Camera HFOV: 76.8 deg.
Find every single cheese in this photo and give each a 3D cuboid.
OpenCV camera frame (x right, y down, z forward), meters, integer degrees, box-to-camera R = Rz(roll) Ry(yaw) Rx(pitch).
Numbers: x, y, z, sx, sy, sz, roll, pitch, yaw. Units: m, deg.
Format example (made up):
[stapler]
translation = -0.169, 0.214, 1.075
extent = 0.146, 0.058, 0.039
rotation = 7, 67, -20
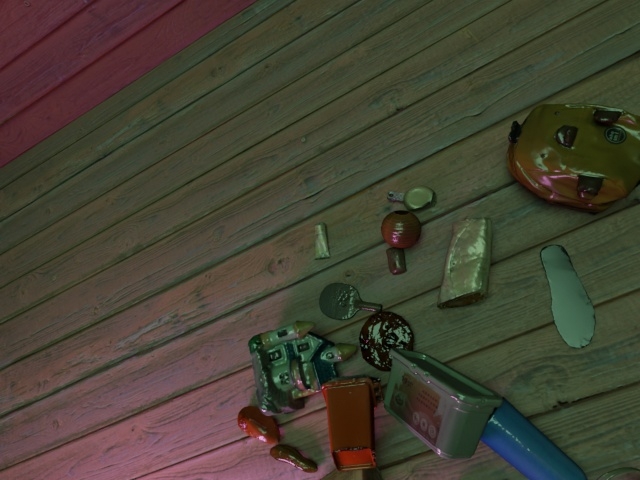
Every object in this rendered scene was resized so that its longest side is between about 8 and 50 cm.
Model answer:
[cheese]
translation = 0.323, -0.144, 1.437
extent = 0.171, 0.047, 0.092
rotation = -8, 67, 20

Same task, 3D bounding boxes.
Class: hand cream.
[hand cream]
translation = 0.000, 0.000, 1.532
extent = 0.061, 0.039, 0.143
rotation = -10, 74, 17

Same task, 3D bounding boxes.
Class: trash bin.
[trash bin]
translation = 0.104, 0.529, 1.185
extent = 0.184, 0.161, 0.239
rotation = -10, 34, 6

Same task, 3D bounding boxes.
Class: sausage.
[sausage]
translation = -0.211, 0.627, 1.375
extent = 0.179, 0.089, 0.089
rotation = 16, 79, 29

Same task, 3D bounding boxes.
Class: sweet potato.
[sweet potato]
translation = -0.090, 0.707, 1.316
extent = 0.182, 0.053, 0.054
rotation = 11, 71, 26

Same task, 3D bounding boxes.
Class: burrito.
[burrito]
translation = 0.464, 0.079, 1.273
extent = 0.143, 0.105, 0.299
rotation = 6, 75, 34

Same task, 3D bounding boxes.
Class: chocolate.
[chocolate]
translation = 0.260, 0.068, 1.401
extent = 0.064, 0.031, 0.101
rotation = -12, 69, 23

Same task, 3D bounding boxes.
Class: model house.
[model house]
translation = -0.041, 0.396, 1.330
extent = 0.324, 0.194, 0.267
rotation = -21, 65, 11

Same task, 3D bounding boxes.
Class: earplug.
[earplug]
translation = 0.559, 0.560, 1.058
extent = 0.273, 0.132, 0.132
rotation = 39, 90, 25

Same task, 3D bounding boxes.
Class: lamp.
[lamp]
translation = 0.274, -0.038, 1.374
extent = 0.136, 0.136, 0.136
rotation = -7, 70, 20

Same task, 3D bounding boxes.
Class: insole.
[insole]
translation = 0.721, 0.157, 1.188
extent = 0.110, 0.012, 0.310
rotation = -16, 67, 18

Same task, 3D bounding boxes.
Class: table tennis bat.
[table tennis bat]
translation = 0.102, 0.221, 1.423
extent = 0.234, 0.022, 0.131
rotation = 7, 74, 27

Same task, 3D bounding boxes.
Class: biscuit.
[biscuit]
translation = 0.213, 0.328, 1.322
extent = 0.192, 0.049, 0.192
rotation = -10, 67, 23

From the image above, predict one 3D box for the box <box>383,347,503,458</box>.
[box]
translation = 0.314, 0.446, 1.120
extent = 0.312, 0.175, 0.183
rotation = 17, 91, 60

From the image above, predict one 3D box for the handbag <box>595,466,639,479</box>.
[handbag]
translation = 0.713, 0.666, 0.943
extent = 0.256, 0.079, 0.219
rotation = -43, 85, 4

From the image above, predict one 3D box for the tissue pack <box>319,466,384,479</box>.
[tissue pack]
translation = 0.063, 0.750, 1.166
extent = 0.234, 0.159, 0.125
rotation = -37, 86, 7

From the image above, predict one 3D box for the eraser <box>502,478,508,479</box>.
[eraser]
translation = 0.497, 0.699, 1.087
extent = 0.063, 0.027, 0.085
rotation = -27, 64, 11

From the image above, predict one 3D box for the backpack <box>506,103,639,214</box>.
[backpack]
translation = 0.760, -0.261, 1.210
extent = 0.377, 0.201, 0.354
rotation = 16, 75, 23
